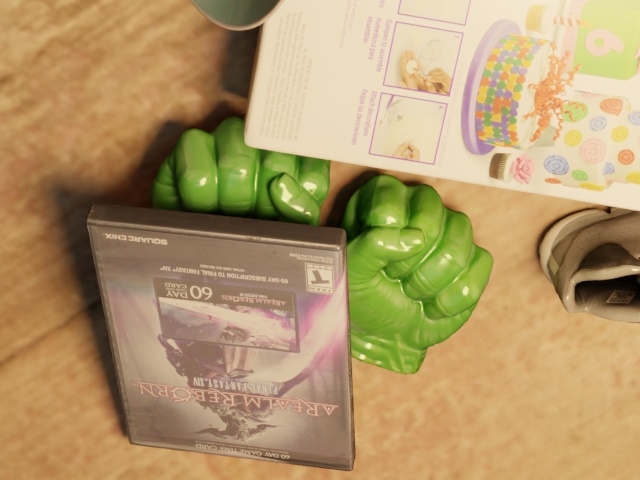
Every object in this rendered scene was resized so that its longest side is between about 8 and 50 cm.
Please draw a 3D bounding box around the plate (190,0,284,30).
[{"bbox_3d":[-0.056,-0.245,1.287,0.024,0.188,0.188,-9,121,-36],"label":"plate"}]

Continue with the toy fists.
[{"bbox_3d":[0.000,0.000,1.430,0.279,0.096,0.142,23,113,-9],"label":"toy fists"}]

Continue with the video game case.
[{"bbox_3d":[-0.072,0.083,1.437,0.196,0.026,0.274,6,136,9],"label":"video game case"}]

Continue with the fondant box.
[{"bbox_3d":[0.122,-0.169,1.350,0.330,0.096,0.238,10,115,-3],"label":"fondant box"}]

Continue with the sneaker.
[{"bbox_3d":[0.288,0.009,1.413,0.229,0.132,0.086,-23,113,11],"label":"sneaker"}]
